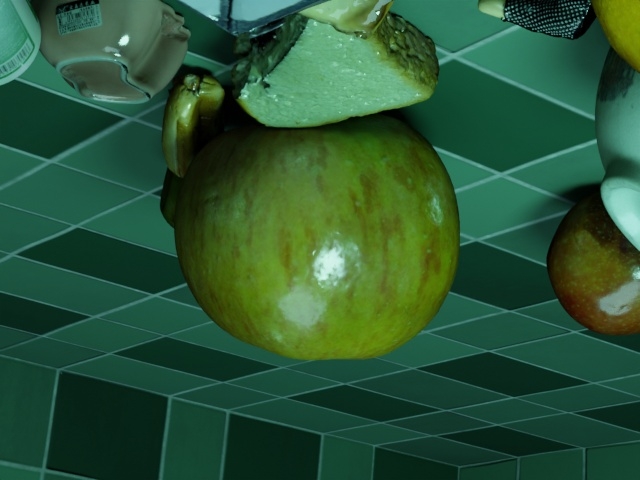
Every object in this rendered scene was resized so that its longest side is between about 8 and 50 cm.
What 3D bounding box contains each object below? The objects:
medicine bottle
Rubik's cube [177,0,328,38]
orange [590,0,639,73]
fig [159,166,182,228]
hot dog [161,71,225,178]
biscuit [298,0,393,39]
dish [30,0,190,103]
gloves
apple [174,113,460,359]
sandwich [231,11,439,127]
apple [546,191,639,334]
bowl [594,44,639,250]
[{"bbox_3d":[-0.412,-0.287,1.747,0.133,0.133,0.274,4,161,4],"label":"medicine bottle"},{"bbox_3d":[-0.050,-0.367,1.152,0.310,0.305,0.307,-12,154,41],"label":"Rubik's cube"},{"bbox_3d":[0.379,-0.254,1.443,0.261,0.261,0.261,5,161,2],"label":"orange"},{"bbox_3d":[-0.178,-0.069,2.304,0.144,0.154,0.165,-53,170,25],"label":"fig"},{"bbox_3d":[-0.180,-0.162,2.128,0.076,0.102,0.249,44,164,14],"label":"hot dog"},{"bbox_3d":[-0.058,-0.309,1.638,0.299,0.045,0.154,15,127,8],"label":"biscuit"},{"bbox_3d":[-0.265,-0.235,1.923,0.213,0.090,0.213,5,161,2],"label":"dish"},{"bbox_3d":[0.219,-0.299,1.638,0.180,0.106,0.129,30,166,16],"label":"gloves"},{"bbox_3d":[0.000,0.000,2.090,0.400,0.334,0.400,-7,-178,0],"label":"apple"},{"bbox_3d":[-0.017,-0.235,1.843,0.254,0.100,0.288,-4,160,23],"label":"sandwich"},{"bbox_3d":[0.460,0.028,2.312,0.230,0.230,0.230,5,161,2],"label":"apple"},{"bbox_3d":[0.442,-0.071,1.712,0.435,0.196,0.435,44,169,10],"label":"bowl"}]
